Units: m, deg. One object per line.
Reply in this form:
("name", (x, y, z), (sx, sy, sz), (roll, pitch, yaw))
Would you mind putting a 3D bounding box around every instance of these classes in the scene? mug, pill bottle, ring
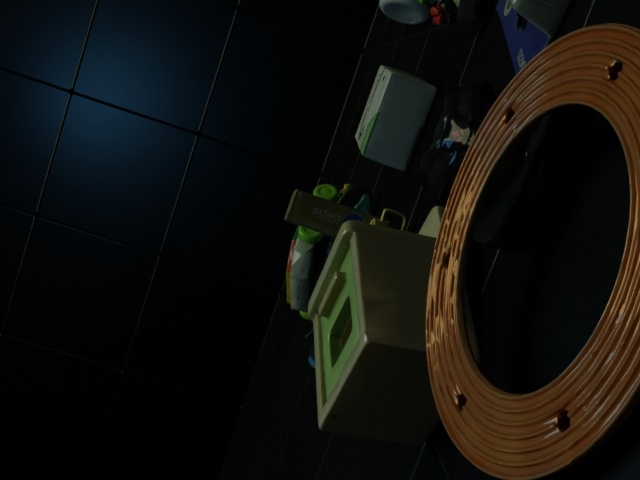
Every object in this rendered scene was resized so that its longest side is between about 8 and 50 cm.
("mug", (0.104, -0.001, 1.337), (0.062, 0.064, 0.078), (-79, 10, -54))
("pill bottle", (0.211, -0.594, 1.899), (0.117, 0.117, 0.214), (138, 150, -78))
("ring", (0.167, 0.008, 0.642), (0.336, 0.032, 0.336), (-167, 90, -74))

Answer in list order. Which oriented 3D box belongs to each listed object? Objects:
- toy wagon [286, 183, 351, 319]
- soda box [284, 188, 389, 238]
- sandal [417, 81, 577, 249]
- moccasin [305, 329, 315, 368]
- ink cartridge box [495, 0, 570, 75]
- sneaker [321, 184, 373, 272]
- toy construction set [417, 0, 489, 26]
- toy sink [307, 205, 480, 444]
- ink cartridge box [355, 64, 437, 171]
("toy wagon", (0.000, 0.000, 1.939), (0.267, 0.068, 0.344), (91, -167, -45))
("soda box", (0.029, -0.036, 1.572), (0.061, 0.181, 0.058), (154, 135, -83))
("sandal", (0.155, -0.098, 0.941), (0.446, 0.107, 0.167), (-115, 42, -79))
("moccasin", (0.047, 0.114, 1.166), (0.342, 0.138, 0.116), (-137, 64, -83))
("ink cartridge box", (0.264, -0.383, 1.015), (0.324, 0.072, 0.330), (-82, 13, -58))
("sneaker", (0.052, -0.019, 1.821), (0.098, 0.083, 0.223), (-74, 3, -73))
("toy construction set", (0.181, -0.455, 1.295), (0.151, 0.215, 0.327), (-32, -22, 4))
("toy sink", (0.067, 0.076, 0.941), (0.234, 0.131, 0.152), (-92, 19, -46))
("ink cartridge box", (0.136, -0.234, 1.620), (0.219, 0.093, 0.160), (-97, 26, -75))
